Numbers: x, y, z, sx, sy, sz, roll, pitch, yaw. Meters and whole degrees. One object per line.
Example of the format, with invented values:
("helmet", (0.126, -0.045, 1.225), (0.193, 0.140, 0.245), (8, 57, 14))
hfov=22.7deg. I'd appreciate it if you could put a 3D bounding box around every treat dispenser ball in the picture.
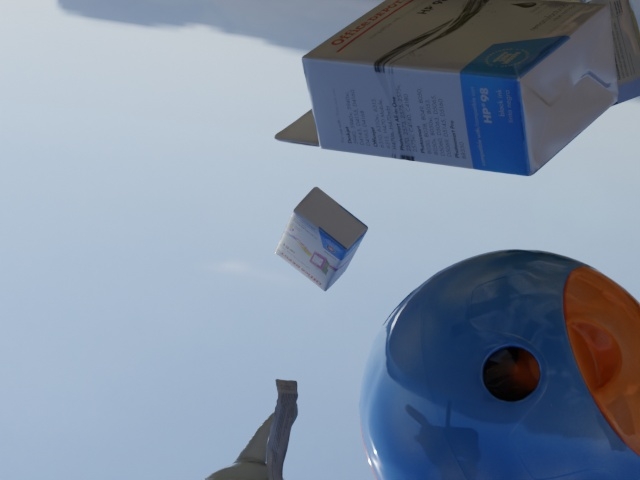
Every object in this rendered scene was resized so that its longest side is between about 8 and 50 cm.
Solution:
("treat dispenser ball", (0.177, 0.151, 1.422), (0.288, 0.288, 0.288), (8, -172, -1))

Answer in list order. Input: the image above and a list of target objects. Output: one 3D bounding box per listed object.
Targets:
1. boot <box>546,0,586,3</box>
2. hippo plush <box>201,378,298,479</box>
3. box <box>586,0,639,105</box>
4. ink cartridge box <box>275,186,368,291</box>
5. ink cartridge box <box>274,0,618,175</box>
("boot", (0.202, -0.243, 1.652), (0.077, 0.165, 0.213), (-5, 155, 44))
("hippo plush", (-0.134, 0.249, 1.183), (0.236, 0.294, 0.234), (-1, 166, 0))
("box", (0.295, -0.209, 1.911), (0.186, 0.145, 0.038), (-20, 141, 21))
("ink cartridge box", (0.000, 0.000, 2.057), (0.088, 0.052, 0.122), (38, 151, 7))
("ink cartridge box", (0.064, -0.094, 0.905), (0.180, 0.060, 0.104), (10, -145, 36))
